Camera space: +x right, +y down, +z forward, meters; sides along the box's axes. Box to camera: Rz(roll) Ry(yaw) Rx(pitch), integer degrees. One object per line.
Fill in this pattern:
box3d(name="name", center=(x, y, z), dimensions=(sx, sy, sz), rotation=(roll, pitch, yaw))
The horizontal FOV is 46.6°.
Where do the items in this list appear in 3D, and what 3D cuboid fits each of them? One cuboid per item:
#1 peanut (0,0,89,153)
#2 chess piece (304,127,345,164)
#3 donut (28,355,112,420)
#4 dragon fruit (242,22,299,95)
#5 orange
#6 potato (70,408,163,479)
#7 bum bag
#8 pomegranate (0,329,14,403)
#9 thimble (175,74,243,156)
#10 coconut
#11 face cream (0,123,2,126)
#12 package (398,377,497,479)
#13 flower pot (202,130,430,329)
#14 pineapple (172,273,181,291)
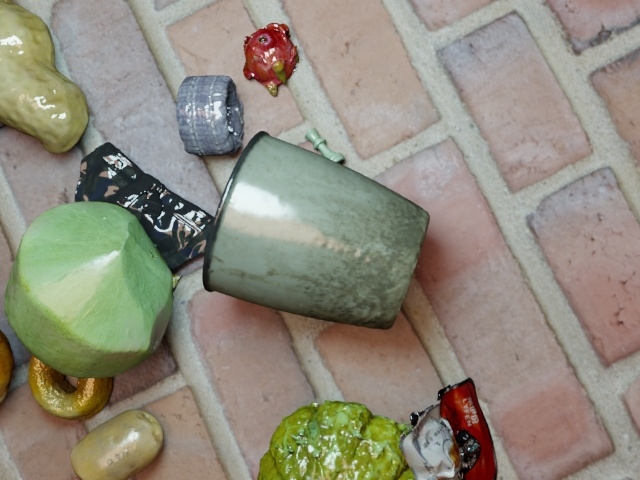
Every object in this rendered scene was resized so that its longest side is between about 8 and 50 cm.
box3d(name="peanut", center=(-0.591, -0.336, 1.448), dimensions=(0.192, 0.169, 0.387), rotation=(-37, 86, -3))
box3d(name="chess piece", center=(0.004, -0.176, 1.401), dimensions=(0.042, 0.042, 0.093), rotation=(-39, 75, 5))
box3d(name="donut", center=(-0.491, 0.265, 1.445), dimensions=(0.162, 0.065, 0.178), rotation=(-30, 82, 6))
box3d(name="dragon fruit", center=(-0.100, -0.355, 1.414), dimensions=(0.112, 0.068, 0.126), rotation=(29, 90, 10))
box3d(name="orange", center=(0.035, 0.431, 1.270), dimensions=(0.301, 0.223, 0.300), rotation=(24, 96, 9))
box3d(name="potato", center=(-0.379, 0.392, 1.398), dimensions=(0.178, 0.118, 0.109), rotation=(-30, 118, -6))
box3d(name="bum bag", center=(-0.343, -0.061, 1.436), dimensions=(0.310, 0.074, 0.137), rotation=(35, 90, 7))
box3d(name="pomegranate", center=(-0.712, 0.242, 1.408), dimensions=(0.248, 0.248, 0.248), rotation=(-1, 87, 10))
box3d(name="thimble", center=(-0.204, -0.231, 1.386), dimensions=(0.097, 0.150, 0.150), rotation=(-2, 86, 8))
box3d(name="coconut", center=(-0.400, 0.085, 1.316), dimensions=(0.328, 0.281, 0.329), rotation=(0, 90, 53))
box3d(name="face cream", center=(-0.751, -0.208, 1.511), dimensions=(0.229, 0.075, 0.075), rotation=(-32, 82, 7))
box3d(name="package", center=(0.213, 0.347, 1.237), dimensions=(0.071, 0.269, 0.194), rotation=(-4, 92, 33))
box3d(name="flower pot", center=(0.000, 0.000, 1.268), dimensions=(0.330, 0.293, 0.294), rotation=(19, 90, 6))
box3d(name="pineapple", center=(-0.307, 0.096, 1.448), dimensions=(0.045, 0.019, 0.083), rotation=(25, 90, 4))
